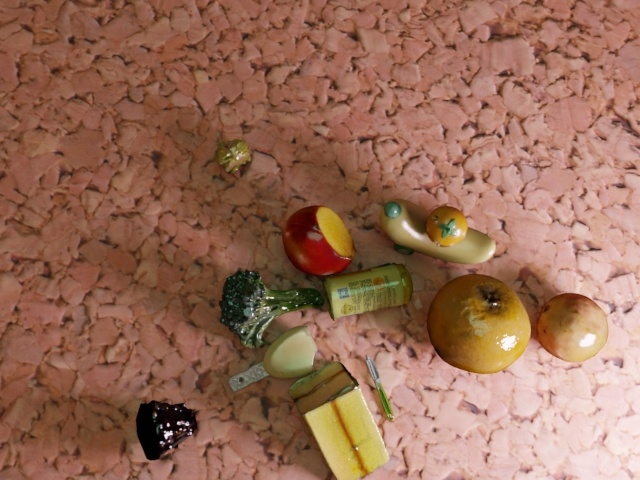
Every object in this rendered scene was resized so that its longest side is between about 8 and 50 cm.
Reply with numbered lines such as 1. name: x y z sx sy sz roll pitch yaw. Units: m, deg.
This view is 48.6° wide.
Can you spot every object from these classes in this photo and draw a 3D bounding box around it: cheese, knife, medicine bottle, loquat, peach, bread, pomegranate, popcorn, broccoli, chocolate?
1. cheese: -0.123 0.329 1.872 0.255 0.050 0.127 -28 92 -3
2. knife: 0.158 0.391 1.888 0.022 0.026 0.184 -27 77 31
3. medicine bottle: 0.131 0.134 1.905 0.239 0.124 0.124 -12 76 -9
4. loquat: 0.408 0.214 1.831 0.263 0.263 0.263 1 75 -3
5. peach: 0.000 0.000 1.898 0.192 0.190 0.190 6 74 19
6. bread: 0.046 0.477 1.850 0.168 0.163 0.264 -26 109 -10
7. pomegranate: 0.670 0.231 1.877 0.191 0.191 0.191 1 75 -3
8. popcorn: -0.246 -0.240 1.998 0.097 0.109 0.089 -17 110 27
9. broccoli: -0.133 0.194 1.870 0.275 0.177 0.198 17 76 -16
10. chocolate: -0.378 0.473 1.799 0.133 0.156 0.156 -5 74 -33

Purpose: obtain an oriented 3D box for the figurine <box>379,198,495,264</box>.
1. figurine: 0.316 -0.028 1.905 0.325 0.222 0.124 19 72 2
